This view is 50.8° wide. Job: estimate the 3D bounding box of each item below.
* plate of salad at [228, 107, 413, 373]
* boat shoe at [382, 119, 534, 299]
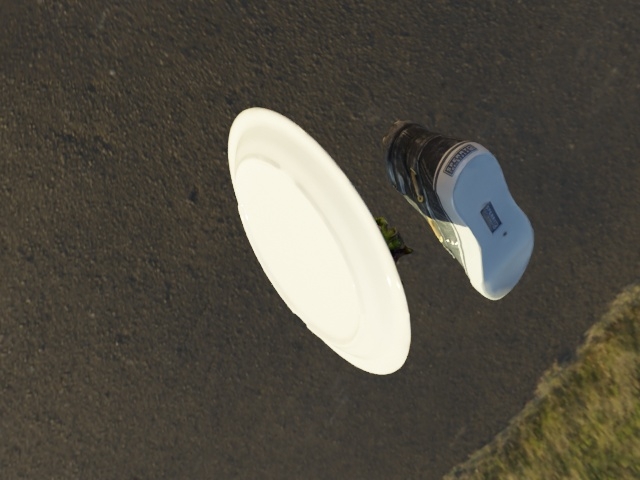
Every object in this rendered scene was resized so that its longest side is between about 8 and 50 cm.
[{"bbox_3d":[0.000,0.000,0.459,0.048,0.200,0.200,-30,130,-24],"label":"plate of salad"},{"bbox_3d":[0.113,-0.026,0.544,0.065,0.083,0.183,-44,138,-8],"label":"boat shoe"}]
